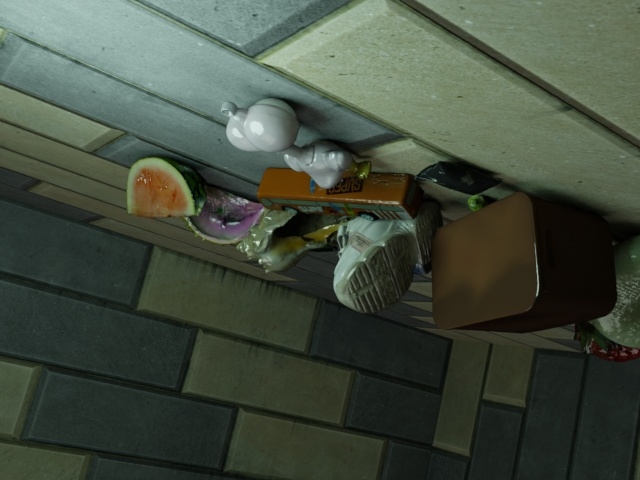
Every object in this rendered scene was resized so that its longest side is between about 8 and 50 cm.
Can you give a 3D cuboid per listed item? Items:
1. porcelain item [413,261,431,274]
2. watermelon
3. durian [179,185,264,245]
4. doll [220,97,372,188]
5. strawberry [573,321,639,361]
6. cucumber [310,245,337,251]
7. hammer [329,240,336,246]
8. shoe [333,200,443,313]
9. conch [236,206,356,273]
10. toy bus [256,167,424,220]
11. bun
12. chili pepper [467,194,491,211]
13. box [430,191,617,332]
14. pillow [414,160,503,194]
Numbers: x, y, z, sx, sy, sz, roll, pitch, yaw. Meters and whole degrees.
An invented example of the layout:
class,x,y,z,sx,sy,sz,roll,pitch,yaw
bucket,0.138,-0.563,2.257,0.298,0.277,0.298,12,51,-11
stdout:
class,x,y,z,sx,sy,sz,roll,pitch,yaw
porcelain item,0.233,0.009,1.823,0.114,0.147,0.147,10,168,27
watermelon,-0.391,-0.148,1.869,0.304,0.159,0.128,1,-167,41
durian,-0.286,-0.069,2.061,0.261,0.186,0.154,28,161,-3
doll,-0.052,-0.182,1.368,0.160,0.094,0.365,7,167,42
strawberry,0.788,0.176,1.784,0.289,0.238,0.250,-12,-168,-11
cucumber,0.004,0.024,2.451,0.036,0.033,0.184,-9,-176,-36
hammer,0.000,0.000,2.389,0.110,0.019,0.035,11,169,40
shoe,0.125,0.028,1.652,0.198,0.351,0.171,15,129,40
conch,-0.074,-0.047,1.843,0.186,0.324,0.263,58,-179,9
toy bus,0.033,-0.109,1.632,0.409,0.093,0.092,5,158,32
bun,0.717,0.095,1.566,0.283,0.179,0.283,7,126,10
chili pepper,0.391,-0.061,1.579,0.208,0.043,0.049,16,135,-36
box,0.428,0.067,1.524,0.230,0.239,0.339,9,162,-24
pillow,0.269,-0.123,1.393,0.150,0.048,0.090,14,178,-21
